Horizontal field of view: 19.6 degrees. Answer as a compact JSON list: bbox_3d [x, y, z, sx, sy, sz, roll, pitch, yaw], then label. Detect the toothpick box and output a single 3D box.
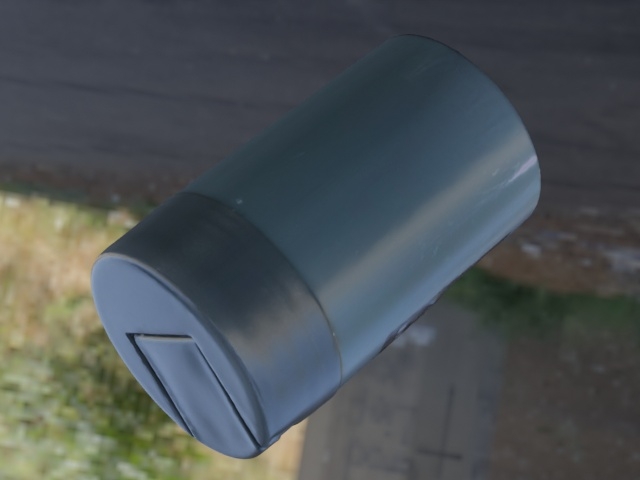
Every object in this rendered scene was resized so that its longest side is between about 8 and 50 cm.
[{"bbox_3d":[0.000,0.000,0.380,0.052,0.083,0.052,37,151,25],"label":"toothpick box"}]
